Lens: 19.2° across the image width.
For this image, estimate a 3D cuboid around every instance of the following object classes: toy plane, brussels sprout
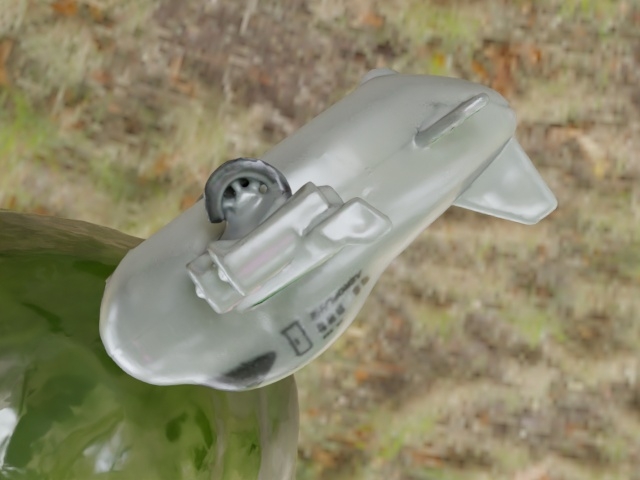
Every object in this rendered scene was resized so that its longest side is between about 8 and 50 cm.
[{"bbox_3d":[-0.002,-0.002,0.690,0.174,0.174,0.080,-31,92,38],"label":"toy plane"},{"bbox_3d":[-0.153,0.138,1.042,0.276,0.315,0.371,0,158,19],"label":"brussels sprout"}]
